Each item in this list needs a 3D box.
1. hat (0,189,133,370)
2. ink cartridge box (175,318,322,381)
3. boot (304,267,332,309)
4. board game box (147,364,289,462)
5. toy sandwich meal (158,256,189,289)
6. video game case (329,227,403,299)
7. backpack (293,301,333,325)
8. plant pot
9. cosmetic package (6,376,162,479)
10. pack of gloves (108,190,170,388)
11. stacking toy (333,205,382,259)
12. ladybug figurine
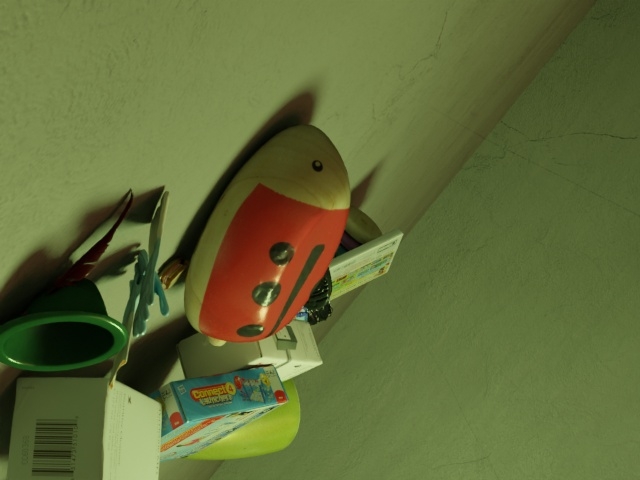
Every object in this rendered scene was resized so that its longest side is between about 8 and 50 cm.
[{"bbox_3d":[-0.352,0.061,1.328,0.208,0.184,0.173,-6,150,-10],"label":"hat"},{"bbox_3d":[-0.154,0.251,2.118,0.198,0.115,0.273,-27,159,22],"label":"ink cartridge box"},{"bbox_3d":[0.000,0.000,2.011,0.094,0.246,0.207,-17,-174,33],"label":"boot"},{"bbox_3d":[-0.276,0.368,1.967,0.308,0.086,0.302,-34,160,32],"label":"board game box"},{"bbox_3d":[-0.256,0.063,1.679,0.085,0.029,0.085,-48,168,-13],"label":"toy sandwich meal"},{"bbox_3d":[0.094,0.069,2.453,0.227,0.026,0.206,-25,157,-22],"label":"video game case"},{"bbox_3d":[-0.047,0.111,2.355,0.117,0.158,0.173,-25,144,-25],"label":"backpack"},{"bbox_3d":[-0.249,0.440,2.415,0.293,0.275,0.275,-12,143,-47],"label":"plant pot"},{"bbox_3d":[-0.376,0.351,1.588,0.385,0.156,0.217,74,17,-76],"label":"cosmetic package"},{"bbox_3d":[-0.248,0.076,1.405,0.195,0.046,0.232,121,-22,-43],"label":"pack of gloves"},{"bbox_3d":[0.012,0.069,2.521,0.330,0.141,0.141,-50,170,21],"label":"stacking toy"},{"bbox_3d":[-0.082,0.014,1.719,0.305,0.162,0.449,-8,130,-56],"label":"ladybug figurine"}]
